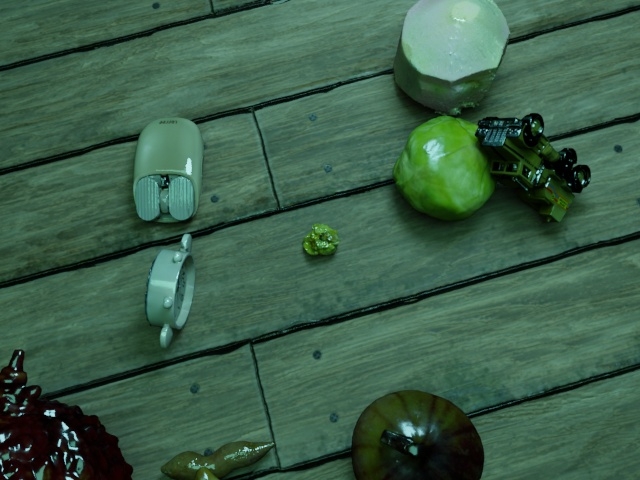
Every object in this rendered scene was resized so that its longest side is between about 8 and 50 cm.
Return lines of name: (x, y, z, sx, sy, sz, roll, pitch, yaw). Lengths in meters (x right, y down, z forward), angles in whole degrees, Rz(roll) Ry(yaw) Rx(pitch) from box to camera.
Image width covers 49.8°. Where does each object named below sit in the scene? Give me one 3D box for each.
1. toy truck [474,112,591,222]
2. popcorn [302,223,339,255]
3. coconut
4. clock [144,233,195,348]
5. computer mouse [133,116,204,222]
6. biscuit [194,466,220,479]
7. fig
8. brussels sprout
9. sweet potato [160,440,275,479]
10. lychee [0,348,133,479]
toy truck: (0.403, -0.144, 1.338, 0.127, 0.257, 0.127, 14, 72, 52)
popcorn: (0.000, 0.003, 1.403, 0.083, 0.068, 0.060, -12, 28, 21)
coconut: (0.269, -0.389, 1.410, 0.233, 0.245, 0.233, 0, 75, -1)
clock: (-0.291, 0.093, 1.332, 0.063, 0.156, 0.229, 6, 71, 4)
computer mouse: (-0.317, -0.151, 1.443, 0.145, 0.082, 0.237, 2, 73, 1)
biscuit: (-0.139, 0.507, 1.243, 0.207, 0.047, 0.164, 10, 94, 4)
fig: (0.169, 0.382, 1.220, 0.234, 0.214, 0.235, 3, 81, -23)
brussels sprout: (0.256, -0.143, 1.383, 0.223, 0.161, 0.223, 2, 74, -6)
sweet potato: (-0.190, 0.416, 1.291, 0.218, 0.051, 0.065, -11, 88, -3)
lychee: (-0.511, 0.422, 1.100, 0.424, 0.424, 0.500, 2, 96, 2)
